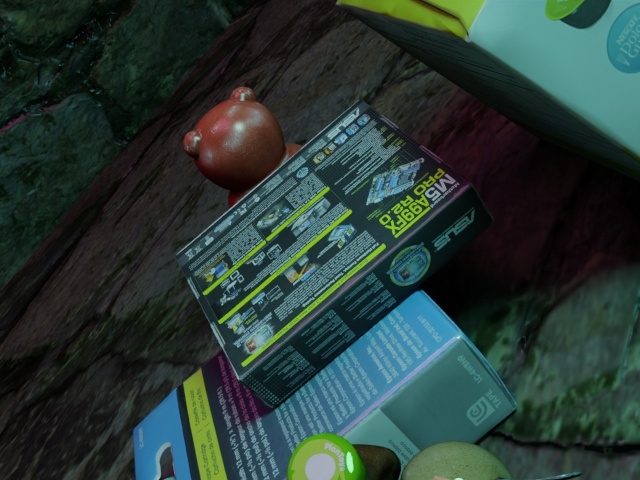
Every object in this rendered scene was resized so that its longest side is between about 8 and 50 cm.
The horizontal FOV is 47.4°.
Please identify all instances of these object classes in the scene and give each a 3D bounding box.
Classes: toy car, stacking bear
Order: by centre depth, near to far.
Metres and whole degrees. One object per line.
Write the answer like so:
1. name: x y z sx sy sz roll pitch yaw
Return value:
1. toy car: 0.091 0.203 0.510 0.188 0.155 0.149 -15 55 7
2. stacking bear: -0.044 -0.051 0.900 0.175 0.289 0.164 -43 27 -4

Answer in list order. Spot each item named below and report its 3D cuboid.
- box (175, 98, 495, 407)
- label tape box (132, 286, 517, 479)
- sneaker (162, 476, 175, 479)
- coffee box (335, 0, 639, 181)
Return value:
1. box: 0.000 0.000 0.727 0.270 0.060 0.216 -41 41 0
2. label tape box: -0.019 0.177 0.726 0.348 0.115 0.249 -42 27 2
3. sneaker: -0.118 0.319 0.689 0.115 0.090 0.232 -28 37 11
4. coffee box: 0.270 -0.271 0.672 0.337 0.334 0.338 -59 24 12
